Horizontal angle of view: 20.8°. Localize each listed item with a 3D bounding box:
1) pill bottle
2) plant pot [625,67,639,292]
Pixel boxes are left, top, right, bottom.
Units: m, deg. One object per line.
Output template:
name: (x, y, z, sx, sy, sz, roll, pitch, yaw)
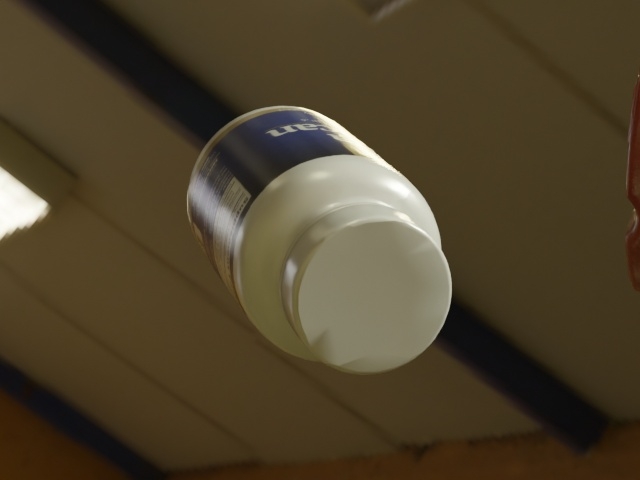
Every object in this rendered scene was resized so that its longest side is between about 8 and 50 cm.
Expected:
pill bottle: (0.000, 0.000, 0.793, 0.094, 0.094, 0.169, 45, 1, -23)
plant pot: (0.360, -0.051, 1.229, 0.265, 0.272, 0.272, 6, -32, 17)
